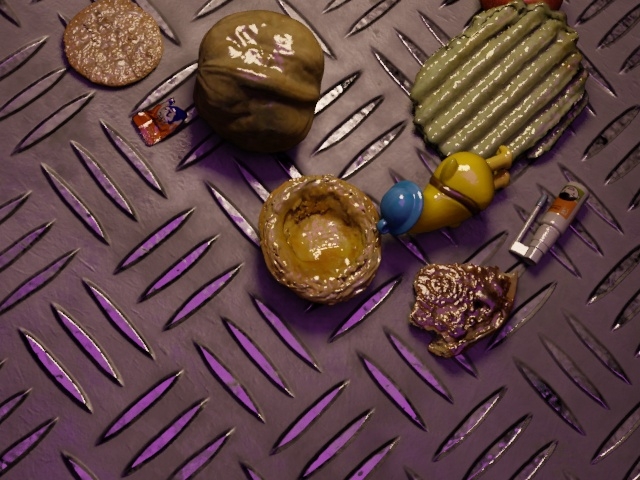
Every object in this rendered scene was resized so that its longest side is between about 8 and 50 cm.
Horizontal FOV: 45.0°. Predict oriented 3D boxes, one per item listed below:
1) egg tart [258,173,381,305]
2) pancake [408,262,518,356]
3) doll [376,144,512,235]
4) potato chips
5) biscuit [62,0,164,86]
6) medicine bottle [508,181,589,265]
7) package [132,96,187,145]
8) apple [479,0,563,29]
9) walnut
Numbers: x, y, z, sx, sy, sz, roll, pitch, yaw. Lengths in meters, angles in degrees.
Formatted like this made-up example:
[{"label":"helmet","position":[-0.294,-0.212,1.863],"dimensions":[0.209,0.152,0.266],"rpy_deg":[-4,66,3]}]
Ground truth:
[{"label":"egg tart","position":[0.000,0.000,1.653],"dimensions":[0.288,0.118,0.288],"rpy_deg":[3,75,-10]},{"label":"pancake","position":[0.319,0.154,1.700],"dimensions":[0.257,0.056,0.212],"rpy_deg":[0,70,-1]},{"label":"doll","position":[0.273,-0.091,1.683],"dimensions":[0.363,0.199,0.145],"rpy_deg":[-25,41,-22]},{"label":"potato chips","position":[0.424,-0.342,1.785],"dimensions":[0.429,0.070,0.358],"rpy_deg":[-41,103,1]},{"label":"biscuit","position":[-0.461,-0.443,1.728],"dimensions":[0.219,0.033,0.220],"rpy_deg":[2,76,-10]},{"label":"medicine bottle","position":[0.525,-0.044,1.779],"dimensions":[0.092,0.061,0.221],"rpy_deg":[30,73,24]},{"label":"package","position":[-0.354,-0.268,1.705],"dimensions":[0.110,0.033,0.077],"rpy_deg":[-35,108,-1]},{"label":"apple","position":[0.477,-0.591,1.842],"dimensions":[0.201,0.162,0.201],"rpy_deg":[-1,83,11]},{"label":"walnut","position":[-0.133,-0.337,1.640],"dimensions":[0.276,0.253,0.282],"rpy_deg":[16,74,-4]}]
